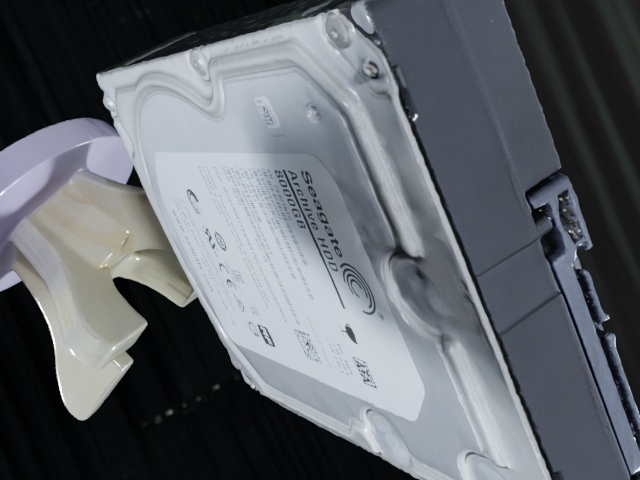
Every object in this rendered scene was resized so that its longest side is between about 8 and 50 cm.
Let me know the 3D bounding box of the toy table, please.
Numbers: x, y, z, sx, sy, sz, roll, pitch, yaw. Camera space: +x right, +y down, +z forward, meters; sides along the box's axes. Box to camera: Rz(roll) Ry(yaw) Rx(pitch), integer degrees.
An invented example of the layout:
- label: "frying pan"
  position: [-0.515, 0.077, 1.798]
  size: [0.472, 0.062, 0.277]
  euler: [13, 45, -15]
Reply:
- label: "toy table"
  position: [-0.192, 0.016, 0.827]
  size: [0.252, 0.161, 0.274]
  euler: [-53, 176, 28]

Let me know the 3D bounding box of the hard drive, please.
- label: "hard drive"
  position: [0.000, 0.000, 0.501]
  size: [0.064, 0.237, 0.339]
  euler: [-31, -161, -23]
